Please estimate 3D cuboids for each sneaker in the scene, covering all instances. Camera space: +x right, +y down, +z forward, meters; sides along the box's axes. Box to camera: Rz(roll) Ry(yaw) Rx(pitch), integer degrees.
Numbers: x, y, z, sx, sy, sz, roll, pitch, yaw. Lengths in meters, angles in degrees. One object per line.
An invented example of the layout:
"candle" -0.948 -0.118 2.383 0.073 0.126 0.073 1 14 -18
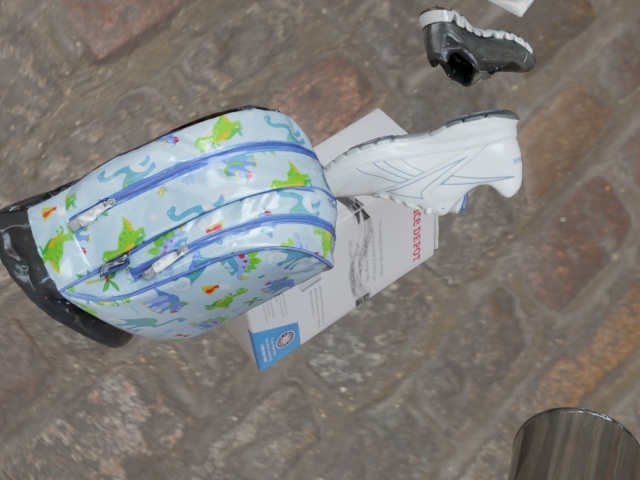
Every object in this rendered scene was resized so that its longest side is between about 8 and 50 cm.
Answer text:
"sneaker" 0.248 -0.285 1.674 0.234 0.078 0.106 13 72 -35
"sneaker" 0.130 -0.088 1.430 0.297 0.111 0.129 -12 98 23

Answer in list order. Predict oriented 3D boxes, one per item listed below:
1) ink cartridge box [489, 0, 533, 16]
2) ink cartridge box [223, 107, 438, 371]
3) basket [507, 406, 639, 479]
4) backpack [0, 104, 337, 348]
"ink cartridge box" 0.312 -0.448 1.581 0.109 0.062 0.209 17 122 -34
"ink cartridge box" 0.000 0.000 1.806 0.395 0.285 0.166 -33 59 -17
"basket" 0.270 0.339 1.195 0.154 0.204 0.227 14 49 13
"backpack" -0.155 -0.012 1.255 0.355 0.290 0.273 -38 64 2
